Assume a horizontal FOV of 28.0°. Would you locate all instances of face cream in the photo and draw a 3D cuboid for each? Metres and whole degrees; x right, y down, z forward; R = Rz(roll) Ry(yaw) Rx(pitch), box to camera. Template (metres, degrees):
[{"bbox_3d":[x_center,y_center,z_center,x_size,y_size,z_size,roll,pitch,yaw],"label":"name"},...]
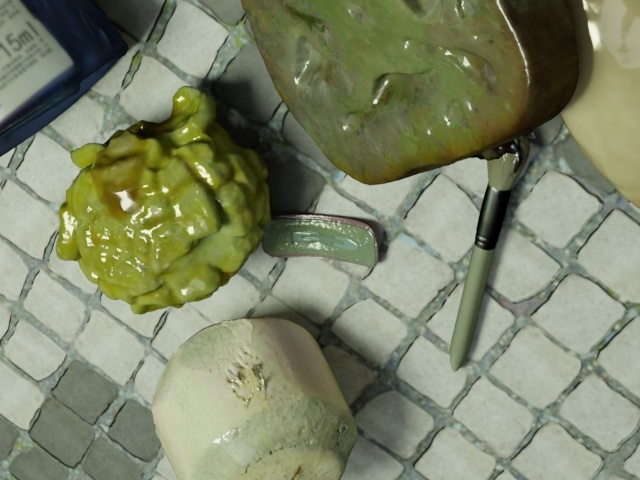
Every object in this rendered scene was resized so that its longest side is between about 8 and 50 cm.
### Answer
[{"bbox_3d":[-0.354,-0.208,1.312,0.249,0.249,0.225,-32,98,32],"label":"face cream"}]

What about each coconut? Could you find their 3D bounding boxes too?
[{"bbox_3d":[-0.081,0.186,1.407,0.224,0.224,0.234,-51,53,33],"label":"coconut"}]

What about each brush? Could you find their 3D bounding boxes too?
[{"bbox_3d":[0.168,0.016,1.317,0.042,0.039,0.299,17,120,15],"label":"brush"}]

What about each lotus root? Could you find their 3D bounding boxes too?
[{"bbox_3d":[0.069,-0.218,1.112,0.375,0.111,0.390,38,140,33],"label":"lotus root"}]

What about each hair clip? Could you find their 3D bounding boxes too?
[{"bbox_3d":[0.001,0.000,1.390,0.137,0.022,0.054,5,116,21],"label":"hair clip"}]

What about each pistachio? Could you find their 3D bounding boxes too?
[{"bbox_3d":[0.278,-0.168,1.103,0.193,0.214,0.318,-24,116,-12],"label":"pistachio"}]

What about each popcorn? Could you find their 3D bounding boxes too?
[{"bbox_3d":[-0.169,-0.042,1.351,0.235,0.181,0.217,-4,110,20],"label":"popcorn"}]
